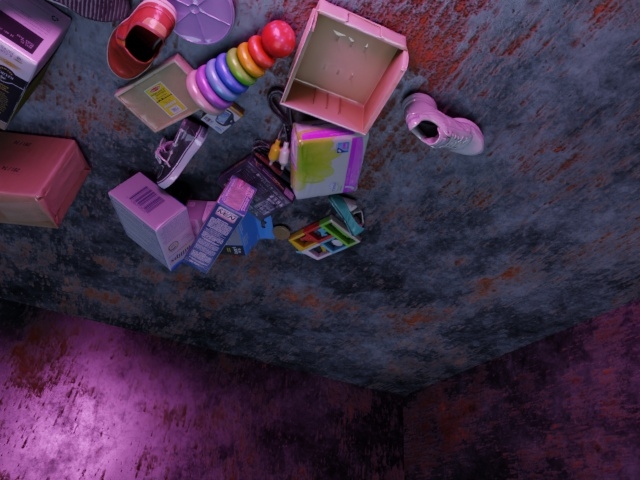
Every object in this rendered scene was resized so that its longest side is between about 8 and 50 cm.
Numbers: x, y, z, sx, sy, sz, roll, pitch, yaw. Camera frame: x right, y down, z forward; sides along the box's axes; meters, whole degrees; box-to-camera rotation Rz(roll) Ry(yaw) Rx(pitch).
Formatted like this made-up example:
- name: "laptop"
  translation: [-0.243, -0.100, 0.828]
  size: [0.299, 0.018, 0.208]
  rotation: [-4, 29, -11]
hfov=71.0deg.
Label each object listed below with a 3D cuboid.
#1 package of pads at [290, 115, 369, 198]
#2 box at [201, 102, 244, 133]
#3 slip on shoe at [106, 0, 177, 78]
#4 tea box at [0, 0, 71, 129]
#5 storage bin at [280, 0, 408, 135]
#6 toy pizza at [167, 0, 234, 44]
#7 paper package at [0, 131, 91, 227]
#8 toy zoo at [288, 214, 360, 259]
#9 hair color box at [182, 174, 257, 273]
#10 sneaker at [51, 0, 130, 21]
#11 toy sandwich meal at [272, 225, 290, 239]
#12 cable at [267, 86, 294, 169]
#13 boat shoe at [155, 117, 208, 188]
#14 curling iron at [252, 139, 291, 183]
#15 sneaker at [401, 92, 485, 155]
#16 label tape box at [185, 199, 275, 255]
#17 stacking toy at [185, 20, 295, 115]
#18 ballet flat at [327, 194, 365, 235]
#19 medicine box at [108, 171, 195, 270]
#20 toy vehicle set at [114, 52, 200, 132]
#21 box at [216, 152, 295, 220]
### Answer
- name: "package of pads"
  translation: [0.017, -0.258, 1.441]
  size: [0.229, 0.101, 0.296]
  rotation: [-9, 150, -9]
- name: "box"
  translation: [-0.316, -0.394, 1.424]
  size: [0.136, 0.028, 0.081]
  rotation: [-27, 133, 36]
- name: "slip on shoe"
  translation: [-0.489, -0.514, 1.193]
  size: [0.123, 0.101, 0.331]
  rotation: [28, 153, -36]
- name: "tea box"
  translation: [-0.900, -0.527, 1.160]
  size: [0.324, 0.220, 0.329]
  rotation: [-28, 132, 37]
- name: "storage bin"
  translation: [0.061, -0.453, 1.202]
  size: [0.262, 0.123, 0.260]
  rotation: [17, 144, -14]
- name: "toy pizza"
  translation: [-0.316, -0.596, 1.137]
  size: [0.201, 0.032, 0.201]
  rotation: [5, 144, 4]
- name: "paper package"
  translation: [-1.021, -0.213, 1.540]
  size: [0.325, 0.309, 0.168]
  rotation: [5, 140, 0]
- name: "toy zoo"
  translation: [0.000, 0.000, 1.927]
  size: [0.293, 0.030, 0.192]
  rotation: [-24, 135, 35]
- name: "hair color box"
  translation: [-0.369, -0.053, 1.630]
  size: [0.105, 0.174, 0.347]
  rotation: [30, 128, -15]
- name: "sneaker"
  translation: [-0.639, -0.634, 1.081]
  size: [0.331, 0.146, 0.122]
  rotation: [4, 124, -36]
- name: "toy sandwich meal"
  translation: [-0.165, -0.036, 1.906]
  size: [0.086, 0.029, 0.085]
  rotation: [7, 135, 7]
- name: "cable"
  translation: [-0.101, -0.344, 1.424]
  size: [0.140, 0.072, 0.287]
  rotation: [1, 145, -2]
- name: "boat shoe"
  translation: [-0.499, -0.293, 1.519]
  size: [0.105, 0.113, 0.306]
  rotation: [30, 137, -27]
- name: "curling iron"
  translation: [-0.141, -0.255, 1.586]
  size: [0.068, 0.035, 0.274]
  rotation: [-16, 139, 29]
- name: "sneaker"
  translation: [0.366, -0.310, 1.335]
  size: [0.305, 0.152, 0.114]
  rotation: [21, 140, -22]
- name: "label tape box"
  translation: [-0.372, -0.046, 1.854]
  size: [0.334, 0.105, 0.240]
  rotation: [3, 144, 4]
- name: "stacking toy"
  translation: [-0.207, -0.480, 1.221]
  size: [0.330, 0.141, 0.141]
  rotation: [-25, 135, 26]
- name: "ballet flat"
  translation: [0.111, -0.112, 1.728]
  size: [0.087, 0.083, 0.247]
  rotation: [-30, 136, 7]
- name: "medicine box"
  translation: [-0.636, -0.068, 1.731]
  size: [0.263, 0.149, 0.289]
  rotation: [35, 150, 17]
- name: "toy vehicle set"
  translation: [-0.474, -0.442, 1.372]
  size: [0.267, 0.035, 0.166]
  rotation: [-15, 139, 27]
- name: "box"
  translation: [-0.236, -0.190, 1.648]
  size: [0.183, 0.059, 0.233]
  rotation: [-25, 125, 35]
